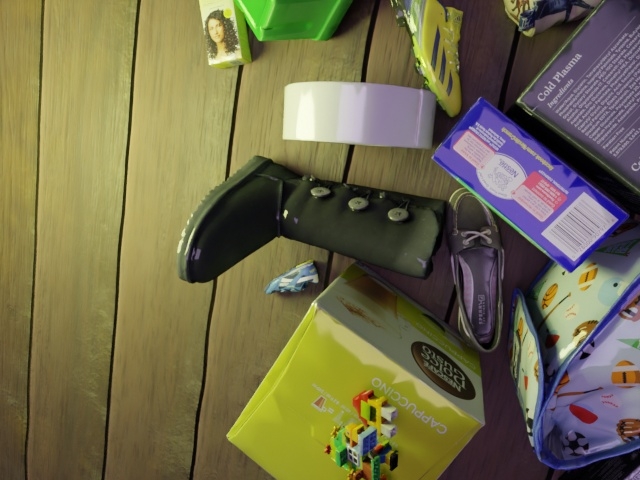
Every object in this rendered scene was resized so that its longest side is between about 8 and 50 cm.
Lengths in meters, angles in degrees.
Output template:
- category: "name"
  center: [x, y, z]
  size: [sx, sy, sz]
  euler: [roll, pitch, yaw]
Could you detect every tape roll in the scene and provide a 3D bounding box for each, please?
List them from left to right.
- category: "tape roll"
  center: [0.072, -0.229, 0.907]
  size: [0.286, 0.286, 0.100]
  euler: [7, 101, 16]

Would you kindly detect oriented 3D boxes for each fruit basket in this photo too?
- category: "fruit basket"
  center: [-0.020, -0.613, 0.923]
  size: [0.392, 0.283, 0.392]
  euler: [5, 76, -19]

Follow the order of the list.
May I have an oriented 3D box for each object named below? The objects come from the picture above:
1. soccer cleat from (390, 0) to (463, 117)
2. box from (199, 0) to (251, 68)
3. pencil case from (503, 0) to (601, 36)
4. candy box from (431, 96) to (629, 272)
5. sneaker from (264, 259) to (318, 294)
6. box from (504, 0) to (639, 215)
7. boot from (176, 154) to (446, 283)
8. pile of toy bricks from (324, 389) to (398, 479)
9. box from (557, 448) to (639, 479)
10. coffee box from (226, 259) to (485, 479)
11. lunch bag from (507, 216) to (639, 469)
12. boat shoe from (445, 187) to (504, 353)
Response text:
- category: "soccer cleat"
  center: [0.230, -0.386, 0.934]
  size: [0.121, 0.093, 0.289]
  euler: [-21, 93, 12]
- category: "box"
  center: [-0.216, -0.509, 1.065]
  size: [0.087, 0.058, 0.232]
  euler: [-7, 97, 18]
- category: "pencil case"
  center: [0.514, -0.477, 0.784]
  size: [0.410, 0.183, 0.160]
  euler: [-14, 95, 18]
- category: "candy box"
  center: [0.337, -0.104, 0.830]
  size: [0.268, 0.317, 0.122]
  euler: [42, 110, 7]
- category: "sneaker"
  center: [-0.068, 0.099, 1.129]
  size: [0.144, 0.053, 0.059]
  euler: [-28, 93, 20]
- category: "box"
  center: [0.480, -0.185, 0.759]
  size: [0.312, 0.343, 0.179]
  euler: [39, 110, 6]
- category: "boot"
  center: [0.001, -0.002, 0.946]
  size: [0.445, 0.367, 0.146]
  euler: [19, 139, 12]
- category: "pile of toy bricks"
  center: [0.050, 0.345, 0.766]
  size: [0.105, 0.118, 0.212]
  euler: [17, 115, 44]
- category: "box"
  center: [0.608, 0.476, 0.929]
  size: [0.142, 0.163, 0.247]
  euler: [36, 108, 10]
- category: "coffee box"
  center: [0.085, 0.298, 0.968]
  size: [0.337, 0.334, 0.338]
  euler: [35, 107, 8]
- category: "lunch bag"
  center: [0.471, 0.160, 0.829]
  size: [0.239, 0.328, 0.385]
  euler: [33, 109, 4]
- category: "boat shoe"
  center: [0.320, 0.060, 0.968]
  size: [0.112, 0.095, 0.335]
  euler: [-6, 95, 4]
